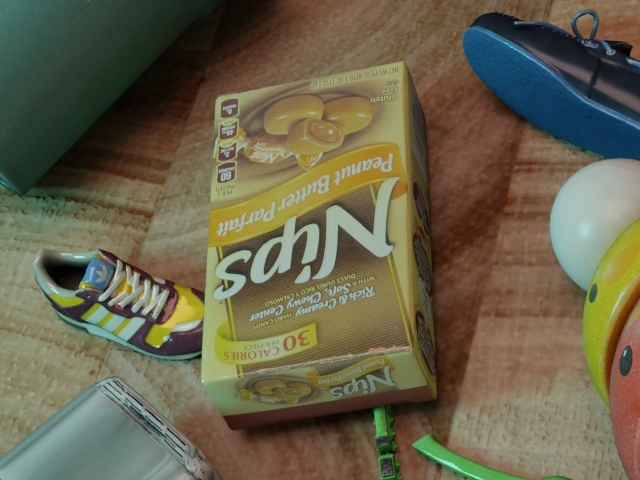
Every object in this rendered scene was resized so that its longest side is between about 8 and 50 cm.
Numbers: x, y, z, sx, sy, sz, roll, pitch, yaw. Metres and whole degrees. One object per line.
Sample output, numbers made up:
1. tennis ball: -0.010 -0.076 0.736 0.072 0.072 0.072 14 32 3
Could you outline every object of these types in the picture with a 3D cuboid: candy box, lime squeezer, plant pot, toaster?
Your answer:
1. candy box: 0.000 0.000 1.602 0.183 0.087 0.316 -10 51 14
2. lime squeezer: 0.173 0.251 1.418 0.110 0.059 0.310 -26 55 1
3. plant pot: -0.274 -0.245 1.734 0.341 0.341 0.334 33 81 32
4. toaster: -0.170 0.213 1.512 0.146 0.129 0.227 -42 48 -15

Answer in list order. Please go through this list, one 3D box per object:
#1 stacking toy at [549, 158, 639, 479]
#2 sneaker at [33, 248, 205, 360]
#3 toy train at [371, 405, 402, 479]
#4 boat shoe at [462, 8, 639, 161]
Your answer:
1. stacking toy: 0.306 0.083 1.382 0.350 0.350 0.480 -34 37 -5
2. sneaker: -0.172 0.053 1.639 0.185 0.084 0.069 9 62 23
3. toy train: 0.053 0.166 1.531 0.017 0.024 0.083 -14 56 9
4. boat shoe: 0.248 -0.132 1.625 0.258 0.109 0.089 33 65 15
